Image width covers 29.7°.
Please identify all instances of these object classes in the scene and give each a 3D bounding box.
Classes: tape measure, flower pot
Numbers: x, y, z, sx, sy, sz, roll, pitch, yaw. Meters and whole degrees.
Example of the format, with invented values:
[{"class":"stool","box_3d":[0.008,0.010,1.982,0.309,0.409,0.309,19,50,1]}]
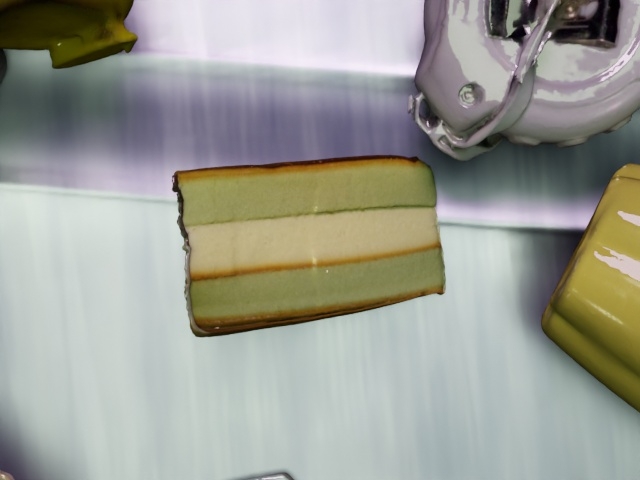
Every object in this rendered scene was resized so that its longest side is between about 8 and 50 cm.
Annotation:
[{"class":"tape measure","box_3d":[0.166,-0.170,0.877,0.197,0.120,0.236,5,93,-3]},{"class":"flower pot","box_3d":[0.263,0.041,0.845,0.179,0.195,0.195,27,88,11]}]

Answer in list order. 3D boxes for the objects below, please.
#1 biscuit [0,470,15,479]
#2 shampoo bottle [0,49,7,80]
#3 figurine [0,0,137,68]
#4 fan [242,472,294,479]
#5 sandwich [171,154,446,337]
[{"class":"biscuit","box_3d":[-0.443,0.198,0.845,0.429,0.104,0.446,41,81,3]},{"class":"shampoo bottle","box_3d":[-0.320,-0.150,0.900,0.165,0.040,0.080,33,89,-1]},{"class":"figurine","box_3d":[-0.214,-0.280,0.831,0.218,0.169,0.327,-9,104,-44]},{"class":"fan","box_3d":[-0.154,0.207,0.905,0.282,0.023,0.057,-2,93,-3]},{"class":"sandwich","box_3d":[0.000,0.000,0.854,0.187,0.144,0.117,-7,91,-1]}]
